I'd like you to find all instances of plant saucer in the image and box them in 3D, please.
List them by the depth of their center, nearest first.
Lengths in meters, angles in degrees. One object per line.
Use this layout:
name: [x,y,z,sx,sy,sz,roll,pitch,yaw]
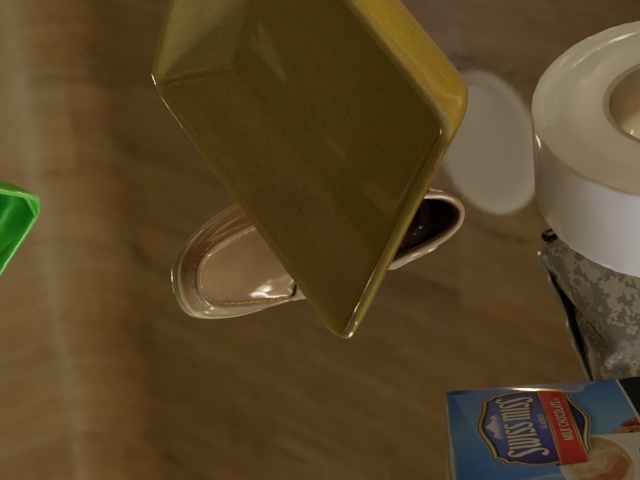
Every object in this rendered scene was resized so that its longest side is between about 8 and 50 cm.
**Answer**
plant saucer: [-0.005,-0.131,1.342,0.333,0.081,0.332,54,-30,20]

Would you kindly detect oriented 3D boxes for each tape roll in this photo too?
tape roll: [0.338,-0.091,1.455,0.286,0.286,0.100,41,-29,43]

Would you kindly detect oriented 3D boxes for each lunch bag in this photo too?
lunch bag: [0.430,0.090,1.960,0.212,0.256,0.305,9,62,-77]

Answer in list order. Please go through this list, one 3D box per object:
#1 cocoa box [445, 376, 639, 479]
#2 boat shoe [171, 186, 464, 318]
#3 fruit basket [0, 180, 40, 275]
cocoa box: [0.206,0.284,1.047,0.231,0.228,0.347,-75,160,-79]
boat shoe: [0.000,0.000,1.727,0.110,0.341,0.121,11,-61,59]
fruit basket: [-0.422,0.102,1.504,0.392,0.283,0.392,-3,-97,26]
